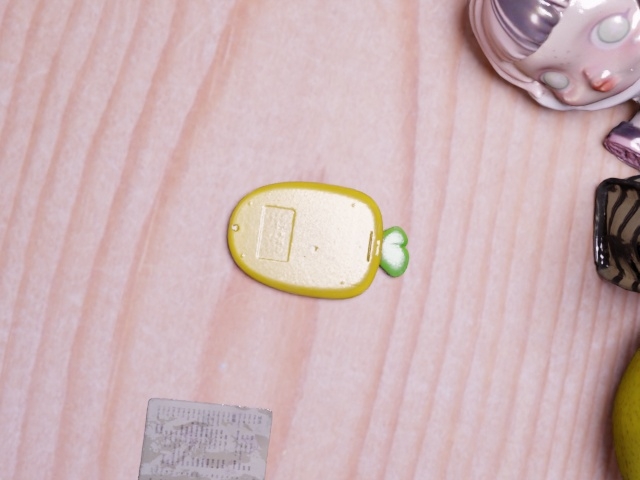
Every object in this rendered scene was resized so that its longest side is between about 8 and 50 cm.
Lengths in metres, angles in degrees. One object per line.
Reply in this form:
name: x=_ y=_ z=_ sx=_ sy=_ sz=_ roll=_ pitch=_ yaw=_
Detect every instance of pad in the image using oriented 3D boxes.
pad: x=-0.153 y=0.337 z=0.876 sx=0.159 sy=0.009 sz=0.265 roll=6 pitch=88 yaw=-5

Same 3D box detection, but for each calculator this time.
calculator: x=0.000 y=0.000 z=0.888 sx=0.234 sy=0.032 sz=0.146 roll=7 pitch=88 yaw=-4

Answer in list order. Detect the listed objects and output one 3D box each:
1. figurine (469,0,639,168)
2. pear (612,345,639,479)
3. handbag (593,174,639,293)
figurine: x=0.351 y=-0.251 z=0.848 sx=0.361 sy=0.253 sz=0.211 roll=25 pitch=43 yaw=-12
pear: x=0.478 y=0.222 z=0.809 sx=0.294 sy=0.294 sz=0.294 roll=0 pitch=88 yaw=-6
handbag: x=0.501 y=-0.003 z=0.761 sx=0.325 sy=0.327 sz=0.163 roll=-1 pitch=95 yaw=9
